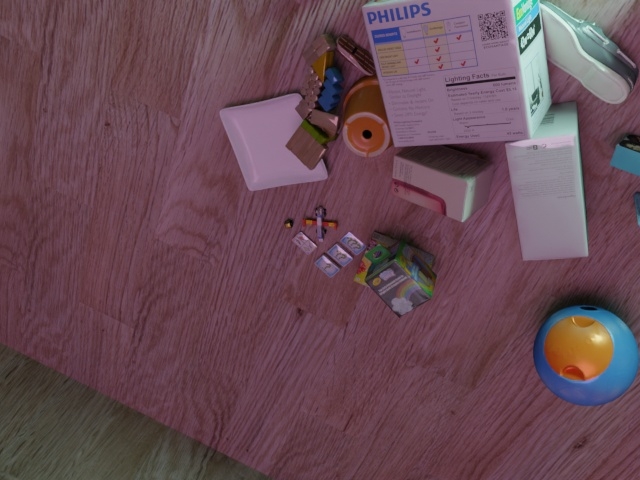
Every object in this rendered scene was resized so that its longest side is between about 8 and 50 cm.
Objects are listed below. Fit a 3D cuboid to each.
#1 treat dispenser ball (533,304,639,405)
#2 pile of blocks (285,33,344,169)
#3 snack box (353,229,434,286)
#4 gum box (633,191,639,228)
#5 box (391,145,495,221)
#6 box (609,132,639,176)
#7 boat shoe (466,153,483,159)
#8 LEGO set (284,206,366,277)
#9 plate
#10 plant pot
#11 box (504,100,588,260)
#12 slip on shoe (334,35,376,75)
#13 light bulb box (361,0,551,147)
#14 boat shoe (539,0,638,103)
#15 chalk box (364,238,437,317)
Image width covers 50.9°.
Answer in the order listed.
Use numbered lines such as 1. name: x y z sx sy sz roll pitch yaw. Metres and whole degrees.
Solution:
1. treat dispenser ball: 0.768 0.332 1.951 0.288 0.288 0.288 10 125 14
2. pile of blocks: 0.016 -0.379 1.845 0.148 0.112 0.362 24 118 23
3. snack box: 0.230 0.087 2.122 0.207 0.070 0.175 22 126 3
4. gum box: 0.898 -0.095 1.698 0.184 0.157 0.041 -21 114 30
5. box: 0.328 -0.166 1.820 0.232 0.148 0.127 26 131 32
6. box: 0.850 -0.182 1.641 0.244 0.100 0.060 29 131 29
7. boat shoe: 0.417 -0.170 1.893 0.059 0.063 0.170 26 132 32
8. LEGO set: 0.000 0.000 2.159 0.244 0.060 0.182 42 122 -10
9. plate: -0.135 -0.295 2.017 0.277 0.045 0.278 -6 120 24
10. plant pot: 0.143 -0.321 1.807 0.205 0.188 0.205 10 125 14
11. box: 0.591 -0.151 1.739 0.168 0.215 0.346 -5 120 23
12. slip on shoe: 0.092 -0.492 1.805 0.135 0.051 0.041 36 162 -13
13. light bulb box: 0.333 -0.437 1.604 0.357 0.225 0.361 2 123 32
14. boat shoe: 0.625 -0.465 1.607 0.319 0.099 0.116 44 162 3
15. chalk box: 0.225 0.096 2.008 0.132 0.132 0.213 -36 102 31
